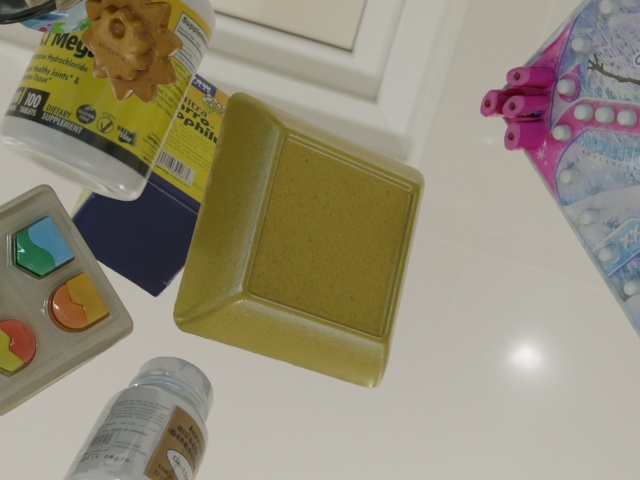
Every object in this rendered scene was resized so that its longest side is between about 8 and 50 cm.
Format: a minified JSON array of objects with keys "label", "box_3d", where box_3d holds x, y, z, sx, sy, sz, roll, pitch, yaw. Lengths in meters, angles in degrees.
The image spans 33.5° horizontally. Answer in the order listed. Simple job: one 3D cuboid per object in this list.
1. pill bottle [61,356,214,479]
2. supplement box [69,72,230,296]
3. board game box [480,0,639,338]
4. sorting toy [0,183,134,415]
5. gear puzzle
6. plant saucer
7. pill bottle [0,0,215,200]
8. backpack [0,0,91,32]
[{"label":"pill bottle","box_3d":[-0.198,0.238,1.195,0.131,0.131,0.229,17,-148,2]},{"label":"supplement box","box_3d":[-0.264,-0.116,1.800,0.195,0.194,0.357,35,-146,-18]},{"label":"board game box","box_3d":[0.333,-0.083,0.828,0.050,0.390,0.390,-9,-118,-39]},{"label":"sorting toy","box_3d":[-0.338,0.066,1.210,0.193,0.208,0.038,-33,-171,-25]},{"label":"gear puzzle","box_3d":[-0.192,-0.245,0.711,0.175,0.339,0.044,-17,-170,38]},{"label":"plant saucer","box_3d":[0.000,0.000,1.423,0.332,0.333,0.081,20,164,-28]},{"label":"pill bottle","box_3d":[-0.245,-0.233,1.310,0.187,0.334,0.188,22,171,4]},{"label":"backpack","box_3d":[-0.207,-0.338,1.004,0.273,0.290,0.355,37,-166,-25]}]
